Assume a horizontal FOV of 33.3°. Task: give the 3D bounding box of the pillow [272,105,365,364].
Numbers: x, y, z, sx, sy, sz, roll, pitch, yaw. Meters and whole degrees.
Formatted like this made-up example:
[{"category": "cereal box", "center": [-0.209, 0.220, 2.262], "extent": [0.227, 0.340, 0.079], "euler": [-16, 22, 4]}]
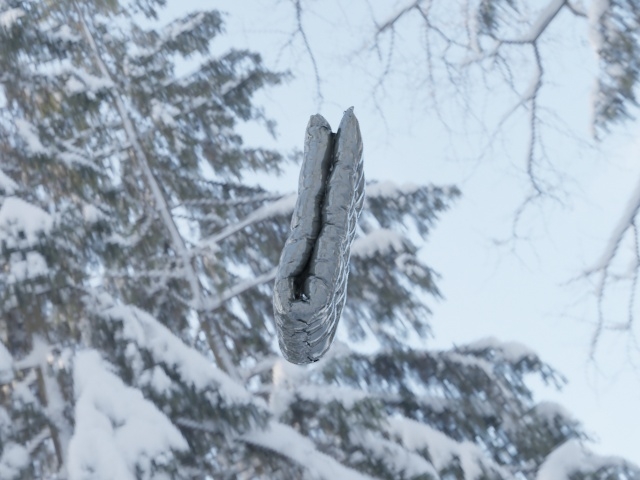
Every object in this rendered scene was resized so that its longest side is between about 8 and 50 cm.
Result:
[{"category": "pillow", "center": [0.000, 0.000, 1.544], "extent": [0.101, 0.326, 0.228], "euler": [7, -24, 6]}]
